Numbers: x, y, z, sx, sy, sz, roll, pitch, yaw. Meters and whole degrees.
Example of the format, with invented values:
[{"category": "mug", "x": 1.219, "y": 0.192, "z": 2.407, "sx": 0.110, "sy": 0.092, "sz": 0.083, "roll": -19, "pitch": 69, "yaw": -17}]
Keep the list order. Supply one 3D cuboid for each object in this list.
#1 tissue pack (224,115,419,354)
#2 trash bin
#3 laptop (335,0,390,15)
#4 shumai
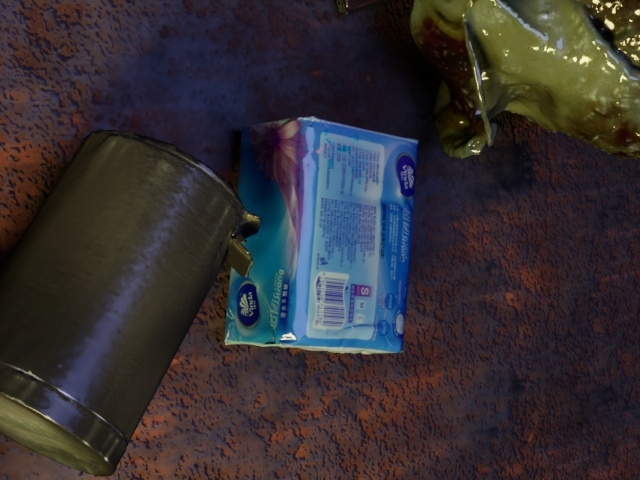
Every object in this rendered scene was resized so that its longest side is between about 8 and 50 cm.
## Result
[{"category": "tissue pack", "x": 0.000, "y": 0.000, "z": 1.541, "sx": 0.198, "sy": 0.146, "sz": 0.263, "roll": 7, "pitch": 84, "yaw": -42}, {"category": "trash bin", "x": -0.228, "y": 0.058, "z": 1.315, "sx": 0.252, "sy": 0.203, "sz": 0.301, "roll": 28, "pitch": 68, "yaw": -1}, {"category": "laptop", "x": 0.081, "y": -0.390, "z": 1.696, "sx": 0.207, "sy": 0.026, "sz": 0.154, "roll": -26, "pitch": 104, "yaw": -38}, {"category": "shumai", "x": 0.282, "y": -0.286, "z": 1.683, "sx": 0.348, "sy": 0.395, "sz": 0.395, "roll": -5, "pitch": 93, "yaw": -19}]
